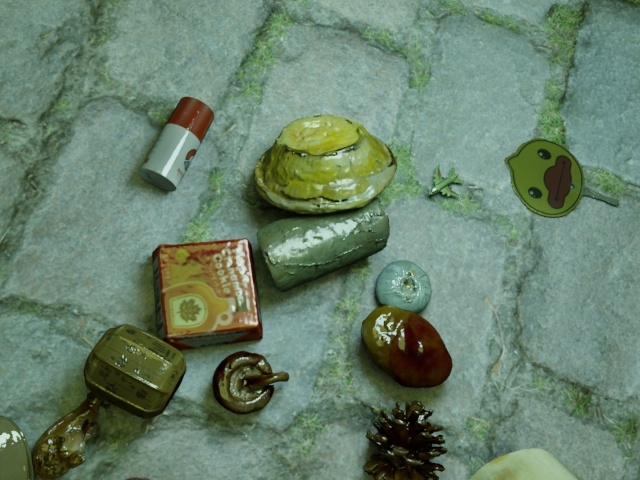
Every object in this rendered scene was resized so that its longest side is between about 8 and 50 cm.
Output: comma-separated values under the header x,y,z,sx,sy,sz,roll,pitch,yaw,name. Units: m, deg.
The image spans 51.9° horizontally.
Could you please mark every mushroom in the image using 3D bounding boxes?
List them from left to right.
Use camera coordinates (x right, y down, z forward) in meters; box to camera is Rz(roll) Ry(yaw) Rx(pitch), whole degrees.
x,y,z,sx,sy,sz,roll,pitch,yaw,name
-0.151,0.308,1.436,0.170,0.080,0.135,-3,85,-12,mushroom

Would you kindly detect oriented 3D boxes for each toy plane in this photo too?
x,y,z,sx,sy,sz,roll,pitch,yaw,name
0.317,-0.144,1.689,0.111,0.040,0.102,-34,80,-18,toy plane

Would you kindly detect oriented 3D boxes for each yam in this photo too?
x,y,z,sx,sy,sz,roll,pitch,yaw,name
0.000,0.000,1.516,0.304,0.168,0.168,-22,78,-16,yam

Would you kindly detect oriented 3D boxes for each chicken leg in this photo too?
x,y,z,sx,sy,sz,roll,pitch,yaw,name
-0.500,0.388,1.340,0.085,0.101,0.207,51,57,-25,chicken leg

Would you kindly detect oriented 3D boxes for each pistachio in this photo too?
x,y,z,sx,sy,sz,roll,pitch,yaw,name
-0.627,0.455,1.271,0.135,0.136,0.226,-8,82,-13,pistachio

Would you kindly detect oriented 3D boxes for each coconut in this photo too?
x,y,z,sx,sy,sz,roll,pitch,yaw,name
0.428,0.595,1.354,0.323,0.323,0.323,3,72,-10,coconut

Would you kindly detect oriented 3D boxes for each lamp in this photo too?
x,y,z,sx,sy,sz,roll,pitch,yaw,name
-0.382,0.271,1.360,0.185,0.161,0.161,27,70,-2,lamp

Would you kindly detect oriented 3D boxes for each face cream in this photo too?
x,y,z,sx,sy,sz,roll,pitch,yaw,name
-0.339,-0.230,1.561,0.096,0.096,0.214,25,69,-2,face cream

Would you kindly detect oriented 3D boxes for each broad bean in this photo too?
x,y,z,sx,sy,sz,roll,pitch,yaw,name
0.196,0.243,1.490,0.228,0.122,0.156,43,85,-8,broad bean

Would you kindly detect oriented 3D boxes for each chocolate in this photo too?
x,y,z,sx,sy,sz,roll,pitch,yaw,name
-0.251,0.112,1.465,0.234,0.108,0.237,-4,72,-14,chocolate

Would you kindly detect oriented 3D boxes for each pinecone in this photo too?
x,y,z,sx,sy,sz,roll,pitch,yaw,name
0.185,0.441,1.415,0.179,0.150,0.195,14,60,12,pinecone

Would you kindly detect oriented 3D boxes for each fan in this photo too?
x,y,z,sx,sy,sz,roll,pitch,yaw,name
0.649,-0.155,1.772,0.335,0.011,0.230,21,70,-2,fan

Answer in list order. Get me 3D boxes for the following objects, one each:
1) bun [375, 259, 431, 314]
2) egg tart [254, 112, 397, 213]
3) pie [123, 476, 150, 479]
x,y,z,sx,sy,sz,roll,pitch,yaw,name
0.202,0.111,1.563,0.140,0.083,0.141,3,70,-8,bun
0.010,-0.199,1.533,0.345,0.132,0.345,-3,38,2,egg tart
-0.382,0.561,1.333,0.154,0.036,0.154,3,71,-10,pie
